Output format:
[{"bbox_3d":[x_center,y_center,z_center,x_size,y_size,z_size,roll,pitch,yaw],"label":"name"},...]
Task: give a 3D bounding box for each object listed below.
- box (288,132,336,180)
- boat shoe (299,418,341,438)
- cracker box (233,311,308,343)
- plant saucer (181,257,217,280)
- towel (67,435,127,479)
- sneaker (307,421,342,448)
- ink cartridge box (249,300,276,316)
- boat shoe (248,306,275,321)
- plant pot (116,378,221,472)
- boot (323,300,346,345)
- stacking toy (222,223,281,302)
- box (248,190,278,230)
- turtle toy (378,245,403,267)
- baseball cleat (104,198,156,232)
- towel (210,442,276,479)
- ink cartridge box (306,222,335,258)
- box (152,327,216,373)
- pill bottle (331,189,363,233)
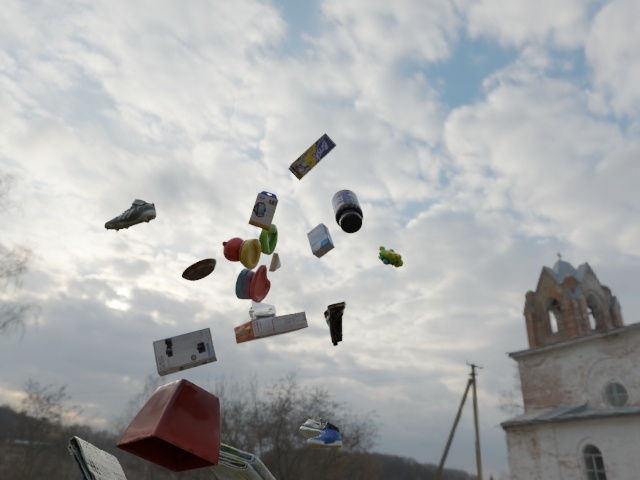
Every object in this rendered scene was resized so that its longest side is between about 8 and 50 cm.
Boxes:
[{"bbox_3d":[-0.027,-0.277,1.532,0.059,0.169,0.054,46,-20,-6],"label":"box"},{"bbox_3d":[0.009,0.835,2.039,0.095,0.079,0.255,52,-37,-12],"label":"boat shoe"},{"bbox_3d":[-0.185,0.326,1.734,0.232,0.067,0.156,-3,-17,-35],"label":"cracker box"},{"bbox_3d":[-0.631,0.162,2.443,0.199,0.036,0.198,-29,-19,-11],"label":"plant saucer"},{"bbox_3d":[-0.715,0.822,1.550,0.056,0.312,0.324,-35,-35,-19],"label":"towel"},{"bbox_3d":[0.011,0.710,1.695,0.152,0.084,0.058,16,-42,-31],"label":"sneaker"},{"bbox_3d":[-0.320,0.390,2.575,0.146,0.045,0.179,18,9,-12],"label":"ink cartridge box"},{"bbox_3d":[-0.261,0.365,2.111,0.118,0.103,0.320,-3,-1,-15],"label":"boat shoe"},{"bbox_3d":[-0.515,0.660,1.681,0.267,0.235,0.267,-27,-55,35],"label":"plant pot"},{"bbox_3d":[0.069,0.317,1.773,0.077,0.137,0.198,-8,-22,-10],"label":"boot"},{"bbox_3d":[-0.280,0.077,1.892,0.131,0.279,0.308,9,-54,17],"label":"stacking toy"},{"bbox_3d":[-0.205,-0.111,1.688,0.081,0.136,0.028,19,-17,-11],"label":"box"},{"bbox_3d":[0.301,0.076,1.975,0.130,0.066,0.095,17,12,-23],"label":"turtle toy"},{"bbox_3d":[-0.764,-0.104,1.862,0.206,0.109,0.072,-13,-18,-11],"label":"baseball cleat"},{"bbox_3d":[-0.318,0.975,1.911,0.321,0.090,0.374,1,-51,38],"label":"towel"},{"bbox_3d":[0.000,0.000,1.940,0.089,0.122,0.052,-36,-45,19],"label":"ink cartridge box"},{"bbox_3d":[-0.688,0.566,2.360,0.290,0.169,0.087,-12,-24,-13],"label":"box"},{"bbox_3d":[0.118,-0.123,1.994,0.123,0.219,0.122,-3,-60,-4],"label":"pill bottle"}]
